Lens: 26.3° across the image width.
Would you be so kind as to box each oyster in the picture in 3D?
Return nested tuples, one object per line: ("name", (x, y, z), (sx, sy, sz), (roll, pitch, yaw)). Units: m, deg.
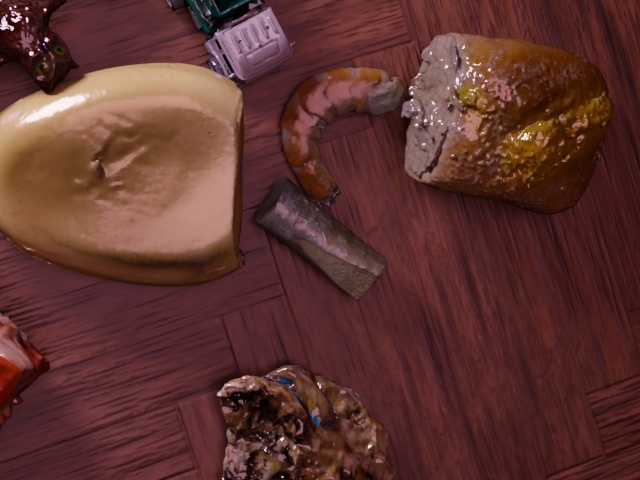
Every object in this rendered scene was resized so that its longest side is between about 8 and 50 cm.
("oyster", (-0.012, 0.254, 1.650), (0.223, 0.083, 0.214), (-7, 96, -18))

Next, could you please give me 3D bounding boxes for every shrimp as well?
("shrimp", (0.034, -0.127, 1.662), (0.161, 0.049, 0.166), (-7, 95, -9))

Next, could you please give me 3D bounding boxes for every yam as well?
("yam", (0.000, 0.000, 1.648), (0.169, 0.068, 0.068), (39, 84, -9))

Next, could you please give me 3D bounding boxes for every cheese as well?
("cheese", (-0.237, -0.076, 1.563), (0.316, 0.128, 0.259), (3, 95, -5))

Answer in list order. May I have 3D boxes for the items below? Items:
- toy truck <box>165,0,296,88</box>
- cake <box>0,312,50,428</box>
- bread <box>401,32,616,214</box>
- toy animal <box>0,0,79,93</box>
("toy truck", (-0.114, -0.287, 1.588), (0.110, 0.116, 0.216), (-29, 97, -10))
("cake", (-0.460, 0.146, 1.424), (0.269, 0.319, 0.270), (41, 84, -9))
("bread", (0.219, -0.140, 1.631), (0.246, 0.176, 0.195), (11, 92, -15))
("toy animal", (-0.344, -0.244, 1.532), (0.218, 0.116, 0.179), (-45, 95, -1))
